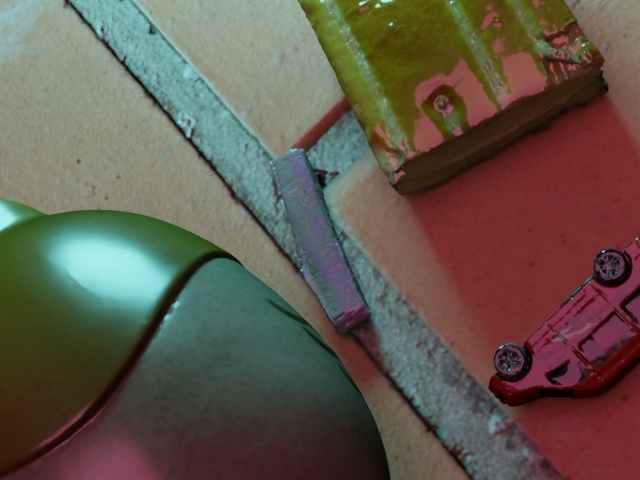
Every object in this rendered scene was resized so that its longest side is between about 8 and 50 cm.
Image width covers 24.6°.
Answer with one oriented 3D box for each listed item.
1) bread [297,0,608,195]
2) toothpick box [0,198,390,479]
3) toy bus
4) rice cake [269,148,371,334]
[{"bbox_3d":[0.131,-0.191,1.439,0.239,0.111,0.246,-28,65,12],"label":"bread"},{"bbox_3d":[-0.185,0.186,1.269,0.409,0.409,0.425,-47,57,1],"label":"toothpick box"},{"bbox_3d":[0.242,0.088,1.319,0.195,0.081,0.089,-43,72,2],"label":"toy bus"},{"bbox_3d":[0.000,0.000,1.466,0.047,0.036,0.206,-30,64,21],"label":"rice cake"}]
